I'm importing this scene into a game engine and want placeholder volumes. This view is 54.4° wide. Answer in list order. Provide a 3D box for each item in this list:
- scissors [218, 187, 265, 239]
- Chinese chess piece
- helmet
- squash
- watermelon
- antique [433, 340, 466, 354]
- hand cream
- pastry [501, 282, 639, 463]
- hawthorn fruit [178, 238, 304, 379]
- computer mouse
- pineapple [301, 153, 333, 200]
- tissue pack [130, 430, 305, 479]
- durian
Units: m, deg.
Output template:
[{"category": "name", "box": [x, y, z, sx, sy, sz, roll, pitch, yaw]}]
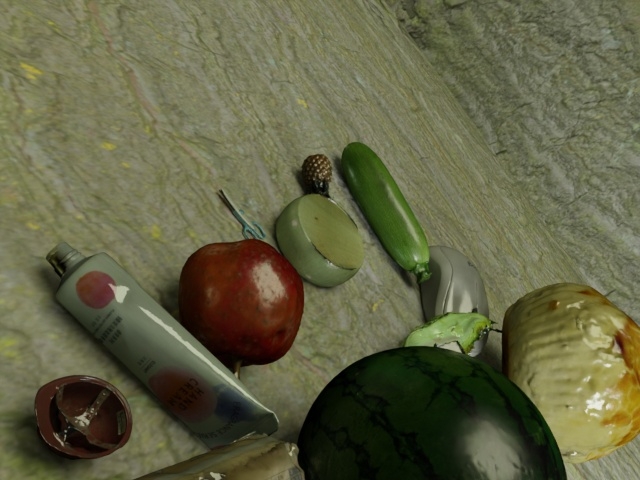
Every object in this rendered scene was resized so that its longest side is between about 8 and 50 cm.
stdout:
[{"category": "scissors", "box": [-0.143, -0.045, 1.119, 0.119, 0.014, 0.058, 52, 28, -7]}, {"category": "Chinese chess piece", "box": [0.000, 0.000, 1.208, 0.188, 0.083, 0.188, 32, 38, -29]}, {"category": "helmet", "box": [-0.259, 0.191, 0.649, 0.111, 0.057, 0.089, 23, 43, -48]}, {"category": "squash", "box": [0.155, -0.078, 1.482, 0.107, 0.107, 0.395, -3, 61, -56]}, {"category": "watermelon", "box": [0.131, 0.298, 0.786, 0.363, 0.363, 0.363, 35, 33, -27]}, {"category": "antique", "box": [0.188, 0.273, 1.066, 0.152, 0.148, 0.146, -16, 64, -15]}, {"category": "hand cream", "box": [-0.202, 0.132, 0.752, 0.340, 0.124, 0.078, 46, 32, -1]}, {"category": "pastry", "box": [0.568, 0.289, 1.380, 0.388, 0.313, 0.388, -5, 90, -78]}, {"category": "hawthorn fruit", "box": [-0.112, 0.102, 0.858, 0.179, 0.179, 0.200, 26, 59, -38]}, {"category": "computer mouse", "box": [0.328, 0.129, 1.483, 0.184, 0.121, 0.296, 36, 32, -29]}, {"category": "pineapple", "box": [-0.002, -0.110, 1.342, 0.074, 0.074, 0.159, 24, 48, -40]}, {"category": "tissue pack", "box": [-0.108, 0.321, 0.607, 0.257, 0.123, 0.214, -1, 77, -48]}, {"category": "durian", "box": [0.260, 0.216, 1.289, 0.375, 0.106, 0.132, -8, 59, -48]}]
